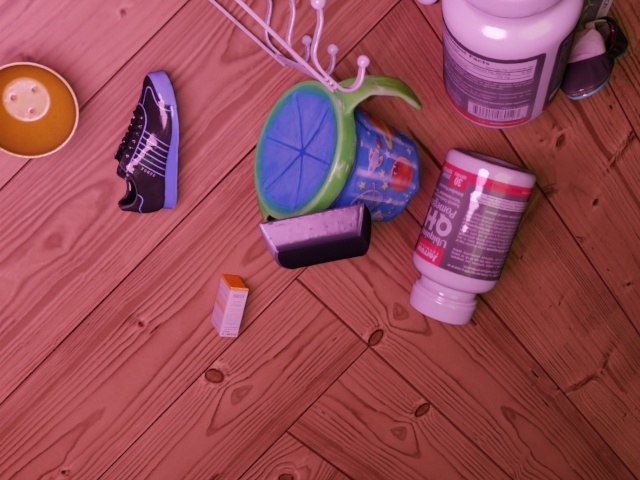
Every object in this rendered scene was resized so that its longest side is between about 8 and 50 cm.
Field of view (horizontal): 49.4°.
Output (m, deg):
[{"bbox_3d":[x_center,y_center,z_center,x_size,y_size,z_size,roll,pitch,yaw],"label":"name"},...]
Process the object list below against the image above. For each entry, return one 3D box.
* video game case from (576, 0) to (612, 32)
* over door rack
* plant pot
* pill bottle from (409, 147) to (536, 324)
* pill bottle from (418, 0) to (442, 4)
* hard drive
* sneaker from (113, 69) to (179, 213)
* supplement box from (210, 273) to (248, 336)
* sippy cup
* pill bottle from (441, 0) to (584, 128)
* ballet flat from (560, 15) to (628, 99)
[{"bbox_3d":[0.484,-0.466,1.343,0.190,0.022,0.173,13,105,-28],"label":"video game case"},{"bbox_3d":[-0.099,-0.341,1.007,0.324,0.239,0.108,24,101,-30],"label":"over door rack"},{"bbox_3d":[-0.424,-0.196,1.006,0.134,0.095,0.134,-9,115,-20],"label":"plant pot"},{"bbox_3d":[0.283,-0.006,1.355,0.176,0.176,0.318,9,107,-27],"label":"pill bottle"},{"bbox_3d":[0.247,-0.473,1.187,0.184,0.103,0.103,-20,118,-16],"label":"pill bottle"},{"bbox_3d":[0.000,0.000,1.109,0.172,0.255,0.054,-11,81,2],"label":"hard drive"},{"bbox_3d":[-0.278,-0.150,1.099,0.090,0.081,0.232,-9,116,-28],"label":"sneaker"},{"bbox_3d":[-0.167,0.119,1.272,0.036,0.062,0.098,7,109,-28],"label":"supplement box"},{"bbox_3d":[0.041,-0.128,1.181,0.224,0.305,0.240,12,77,-39],"label":"sippy cup"},{"bbox_3d":[0.299,-0.345,1.105,0.210,0.210,0.363,-41,160,-4],"label":"pill bottle"},{"bbox_3d":[0.496,-0.349,1.286,0.280,0.095,0.096,-44,117,-47],"label":"ballet flat"}]
